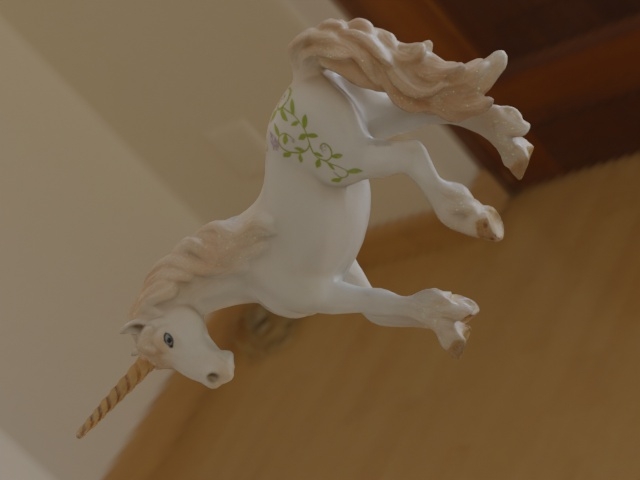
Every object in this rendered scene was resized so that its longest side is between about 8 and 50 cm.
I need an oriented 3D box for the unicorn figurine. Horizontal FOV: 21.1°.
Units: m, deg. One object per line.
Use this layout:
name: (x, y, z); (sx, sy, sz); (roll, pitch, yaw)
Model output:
unicorn figurine: (0.000, 0.000, 0.553); (0.060, 0.111, 0.161); (-56, -17, -70)
